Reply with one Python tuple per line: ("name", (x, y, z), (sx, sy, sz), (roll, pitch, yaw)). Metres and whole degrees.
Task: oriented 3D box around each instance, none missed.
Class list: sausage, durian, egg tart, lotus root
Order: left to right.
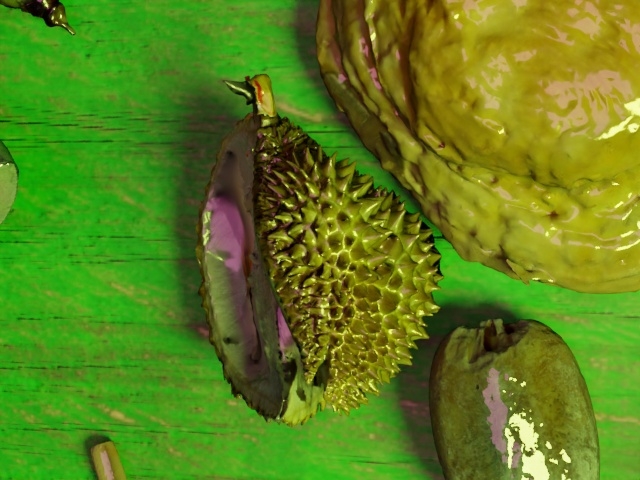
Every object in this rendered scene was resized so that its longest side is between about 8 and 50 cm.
("sausage", (-0.157, 0.227, 0.844), (0.024, 0.024, 0.132), (-22, 85, 15))
("durian", (0.000, 0.000, 0.731), (0.137, 0.193, 0.237), (-10, 103, -26))
("lotus root", (0.139, 0.149, 0.729), (0.113, 0.088, 0.192), (-12, 89, 9))
("egg tart", (0.142, -0.158, 0.688), (0.339, 0.153, 0.352), (29, 98, 16))

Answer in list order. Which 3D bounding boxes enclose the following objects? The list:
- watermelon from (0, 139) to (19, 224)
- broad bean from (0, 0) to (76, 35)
("watermelon", (-0.432, -0.064, 0.813), (0.319, 0.292, 0.222), (-36, 72, 55))
("broad bean", (-0.304, -0.301, 0.845), (0.339, 0.061, 0.077), (54, 142, 8))
